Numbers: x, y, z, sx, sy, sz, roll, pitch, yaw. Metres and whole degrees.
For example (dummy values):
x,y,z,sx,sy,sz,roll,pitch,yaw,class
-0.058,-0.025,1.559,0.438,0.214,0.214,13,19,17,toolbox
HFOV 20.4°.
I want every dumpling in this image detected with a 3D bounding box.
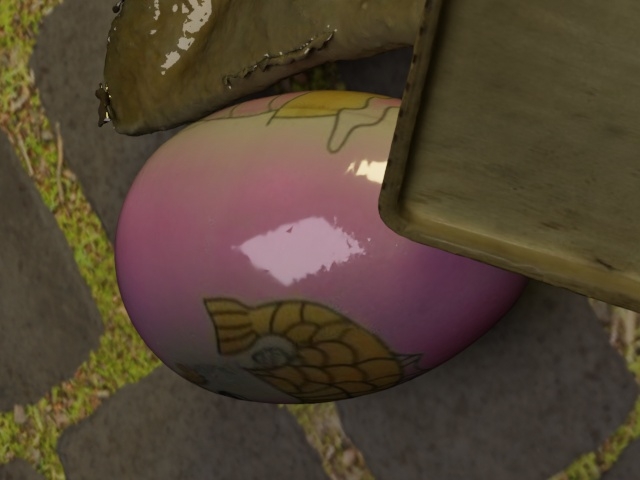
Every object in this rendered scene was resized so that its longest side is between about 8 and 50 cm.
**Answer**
x,y,z,sx,sy,sz,roll,pitch,yaw,class
-0.014,-0.168,1.128,0.332,0.086,0.166,-10,78,39,dumpling

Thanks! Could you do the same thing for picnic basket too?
x,y,z,sx,sy,sz,roll,pitch,yaw,class
0.172,-0.128,0.829,0.228,0.175,0.313,18,143,6,picnic basket

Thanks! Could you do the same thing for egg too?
x,y,z,sx,sy,sz,roll,pitch,yaw,class
0.000,0.000,1.073,0.271,0.196,0.196,-23,82,37,egg
